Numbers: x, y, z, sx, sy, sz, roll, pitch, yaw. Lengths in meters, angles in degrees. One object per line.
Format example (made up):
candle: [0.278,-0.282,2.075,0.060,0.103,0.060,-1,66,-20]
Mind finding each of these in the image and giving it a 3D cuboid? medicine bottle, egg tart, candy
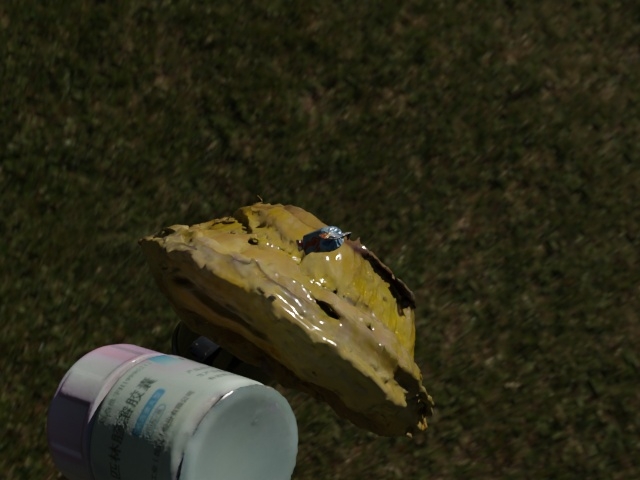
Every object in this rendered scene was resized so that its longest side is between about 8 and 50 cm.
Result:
medicine bottle: [-0.122,0.159,1.077,0.135,0.168,0.135,-13,109,-45]
egg tart: [-0.021,0.065,1.322,0.352,0.352,0.150,35,79,-4]
candy: [0.000,0.001,1.096,0.030,0.083,0.020,-6,86,-23]

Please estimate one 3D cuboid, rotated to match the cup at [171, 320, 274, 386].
cup: [-0.114,0.118,1.731,0.169,0.176,0.223,45,41,9]
